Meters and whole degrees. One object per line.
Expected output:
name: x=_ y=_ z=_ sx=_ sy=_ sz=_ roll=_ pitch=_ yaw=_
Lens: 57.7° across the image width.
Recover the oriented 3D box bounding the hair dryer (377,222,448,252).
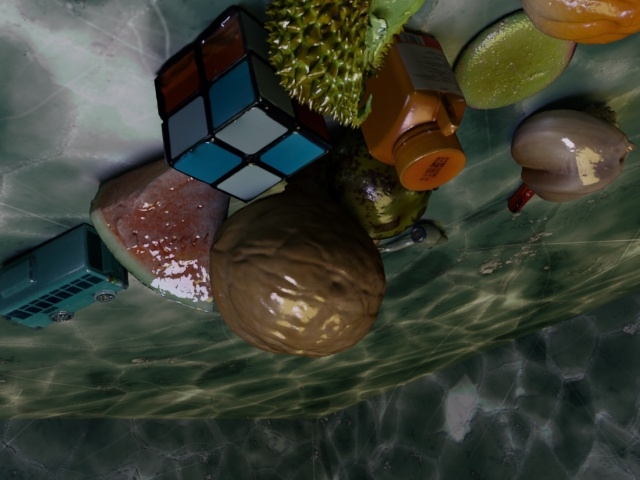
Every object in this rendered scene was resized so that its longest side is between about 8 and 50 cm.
hair dryer: x=0.248 y=0.011 z=1.550 sx=0.167 sy=0.068 sz=0.199 roll=4 pitch=159 yaw=-42

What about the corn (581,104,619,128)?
corn: x=0.546 y=-0.200 z=1.244 sx=0.087 sy=0.087 sz=0.211 roll=-4 pitch=150 yaw=-19

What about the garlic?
garlic: x=0.494 y=-0.162 z=1.168 sx=0.217 sy=0.110 sz=0.228 roll=48 pitch=147 yaw=-23

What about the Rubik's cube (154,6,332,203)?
Rubik's cube: x=-0.115 y=-0.187 z=0.845 sx=0.183 sy=0.180 sz=0.167 roll=-32 pitch=149 yaw=27

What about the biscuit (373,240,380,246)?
biscuit: x=0.000 y=0.000 z=1.351 sx=0.325 sy=0.107 sz=0.326 roll=-14 pitch=154 yaw=-7

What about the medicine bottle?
medicine bottle: x=0.141 y=-0.196 z=0.902 sx=0.111 sy=0.222 sz=0.149 roll=0 pitch=149 yaw=-27

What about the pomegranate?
pomegranate: x=0.068 y=-0.098 z=1.066 sx=0.276 sy=0.204 sz=0.222 roll=-16 pitch=126 yaw=-5

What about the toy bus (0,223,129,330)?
toy bus: x=-0.541 y=0.079 z=1.207 sx=0.255 sy=0.128 sz=0.147 roll=-24 pitch=150 yaw=14

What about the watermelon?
watermelon: x=-0.262 y=-0.063 z=1.093 sx=0.283 sy=0.250 sz=0.293 roll=35 pitch=86 yaw=-26

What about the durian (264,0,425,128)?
durian: x=0.025 y=-0.269 z=0.722 sx=0.200 sy=0.176 sz=0.237 roll=-8 pitch=119 yaw=-55

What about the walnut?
walnut: x=-0.040 y=0.055 z=0.954 sx=0.312 sy=0.277 sz=0.252 roll=23 pitch=122 yaw=-35

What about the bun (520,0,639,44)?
bun: x=0.415 y=-0.372 z=0.768 sx=0.298 sy=0.165 sz=0.299 roll=-10 pitch=153 yaw=-5

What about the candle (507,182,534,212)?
candle: x=0.503 y=-0.127 z=1.419 sx=0.053 sy=0.048 sz=0.162 roll=-41 pitch=165 yaw=-28

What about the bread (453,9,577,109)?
bread: x=0.337 y=-0.303 z=1.003 sx=0.228 sy=0.034 sz=0.228 roll=-13 pitch=152 yaw=-7
